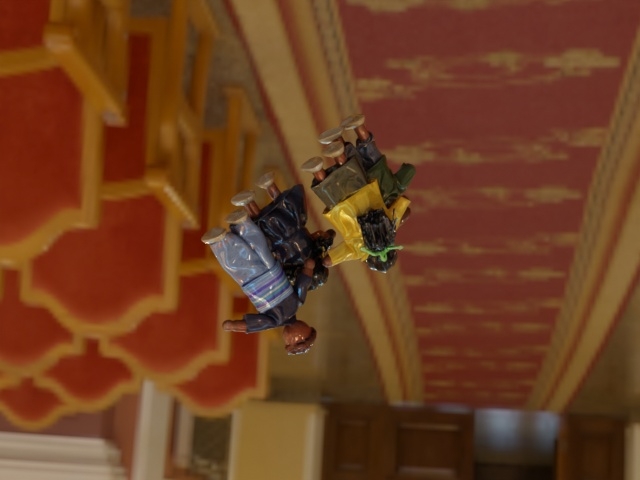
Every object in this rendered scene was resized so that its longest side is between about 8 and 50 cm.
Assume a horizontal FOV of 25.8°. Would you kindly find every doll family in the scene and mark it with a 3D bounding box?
[{"bbox_3d":[0.000,0.000,1.013,0.193,0.111,0.076,-34,-159,-10],"label":"doll family"}]
